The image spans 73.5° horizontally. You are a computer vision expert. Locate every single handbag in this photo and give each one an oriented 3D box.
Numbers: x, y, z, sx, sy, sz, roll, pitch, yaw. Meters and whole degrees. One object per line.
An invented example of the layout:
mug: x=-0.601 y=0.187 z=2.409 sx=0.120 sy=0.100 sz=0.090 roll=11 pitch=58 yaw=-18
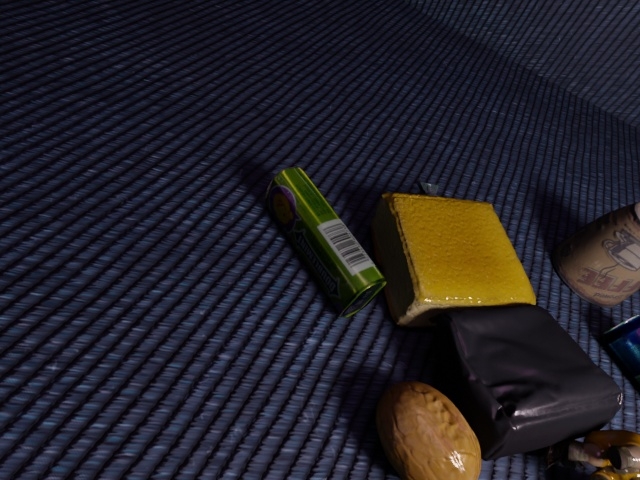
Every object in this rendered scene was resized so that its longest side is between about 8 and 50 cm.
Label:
handbag: x=0.378 y=0.271 z=0.862 sx=0.302 sy=0.178 sz=0.275 roll=-2 pitch=37 yaw=-21

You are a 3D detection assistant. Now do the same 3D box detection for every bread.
bread: x=0.309 y=0.045 z=1.035 sx=0.333 sy=0.143 sz=0.323 roll=5 pitch=53 yaw=-18

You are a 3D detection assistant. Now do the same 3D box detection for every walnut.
walnut: x=0.183 y=0.342 z=0.745 sx=0.159 sy=0.159 sz=0.206 roll=-14 pitch=52 yaw=-29

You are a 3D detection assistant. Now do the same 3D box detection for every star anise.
star anise: x=0.466 y=0.410 z=0.857 sx=0.124 sy=0.056 sz=0.129 roll=41 pitch=35 yaw=16

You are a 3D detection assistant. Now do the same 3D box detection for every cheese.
cheese: x=0.326 y=-0.124 z=1.251 sx=0.067 sy=0.026 sz=0.120 roll=10 pitch=50 yaw=-14

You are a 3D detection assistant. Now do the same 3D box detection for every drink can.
drink can: x=0.803 y=0.290 z=1.044 sx=0.118 sy=0.118 sz=0.205 roll=-11 pitch=59 yaw=-28

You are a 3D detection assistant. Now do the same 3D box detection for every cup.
cup: x=0.857 y=0.036 z=1.179 sx=0.301 sy=0.257 sz=0.227 roll=10 pitch=53 yaw=-16

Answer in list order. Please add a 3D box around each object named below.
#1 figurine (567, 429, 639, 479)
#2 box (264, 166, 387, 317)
figurine: x=0.540 y=0.464 z=0.743 sx=0.167 sy=0.192 sz=0.256 roll=1 pitch=81 yaw=-59
box: x=0.000 y=0.000 z=0.959 sx=0.097 sy=0.134 sz=0.345 roll=-18 pitch=62 yaw=-36
